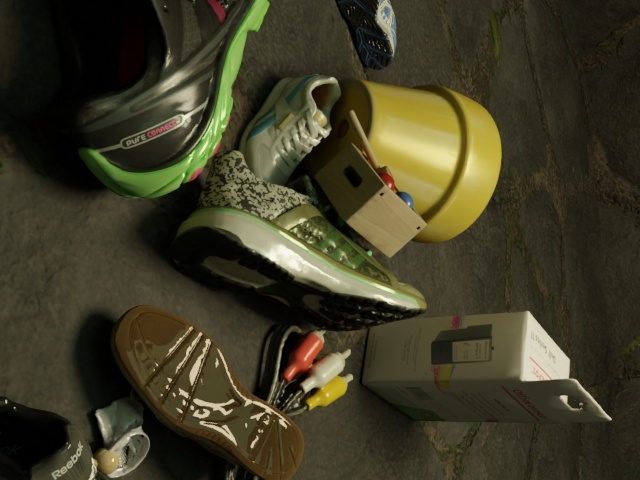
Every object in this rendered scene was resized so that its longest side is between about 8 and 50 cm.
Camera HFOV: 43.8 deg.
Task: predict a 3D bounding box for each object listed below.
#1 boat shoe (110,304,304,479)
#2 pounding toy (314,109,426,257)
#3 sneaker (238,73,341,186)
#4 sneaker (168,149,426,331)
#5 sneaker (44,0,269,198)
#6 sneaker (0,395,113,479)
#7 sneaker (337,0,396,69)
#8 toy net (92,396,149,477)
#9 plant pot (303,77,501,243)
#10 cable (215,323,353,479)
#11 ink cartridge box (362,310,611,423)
[{"bbox_3d":[-0.141,0.186,0.923,0.285,0.089,0.104,49,56,-22],"label":"boat shoe"},{"bbox_3d":[0.067,-0.078,1.086,0.130,0.100,0.141,38,15,-43],"label":"pounding toy"},{"bbox_3d":[-0.044,-0.154,1.138,0.087,0.092,0.228,50,49,-41],"label":"sneaker"},{"bbox_3d":[0.000,0.000,1.066,0.410,0.158,0.181,27,59,-37],"label":"sneaker"},{"bbox_3d":[-0.174,-0.289,0.890,0.202,0.185,0.482,38,52,-51],"label":"sneaker"},{"bbox_3d":[-0.234,0.214,0.710,0.234,0.106,0.078,43,40,-20],"label":"sneaker"},{"bbox_3d":[0.084,-0.411,1.404,0.081,0.080,0.211,-62,143,-50],"label":"sneaker"},{"bbox_3d":[-0.227,0.267,0.824,0.122,0.045,0.232,61,39,-28],"label":"toy net"},{"bbox_3d":[0.112,-0.141,1.254,0.239,0.254,0.253,16,70,-39],"label":"plant pot"},{"bbox_3d":[-0.051,0.217,1.074,0.287,0.072,0.139,-48,117,-49],"label":"cable"},{"bbox_3d":[0.272,0.212,1.302,0.207,0.354,0.119,42,51,-45],"label":"ink cartridge box"}]
